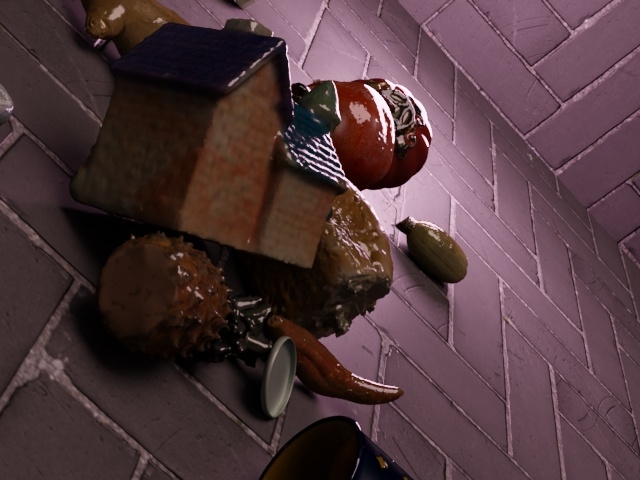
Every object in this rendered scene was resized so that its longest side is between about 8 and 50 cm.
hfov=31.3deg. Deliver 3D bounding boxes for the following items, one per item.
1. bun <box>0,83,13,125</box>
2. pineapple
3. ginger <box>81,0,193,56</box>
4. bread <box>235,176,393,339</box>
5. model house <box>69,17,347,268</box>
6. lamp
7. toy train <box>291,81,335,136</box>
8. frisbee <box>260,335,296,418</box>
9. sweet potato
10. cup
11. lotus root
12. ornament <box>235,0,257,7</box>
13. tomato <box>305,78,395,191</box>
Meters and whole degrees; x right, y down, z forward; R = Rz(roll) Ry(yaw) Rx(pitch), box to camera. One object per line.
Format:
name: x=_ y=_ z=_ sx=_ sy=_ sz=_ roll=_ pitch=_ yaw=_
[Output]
bun: x=-0.413 y=-0.169 z=1.389 sx=0.083 sy=0.045 sz=0.083 roll=43 pitch=21 yaw=-21
pineapple: x=-0.154 y=0.079 z=1.403 sx=0.170 sy=0.141 sz=0.310 roll=35 pitch=2 yaw=25
ginger: x=-0.266 y=-0.272 z=1.782 sx=0.375 sy=0.166 sz=0.236 roll=29 pitch=63 yaw=-4
bread: x=0.000 y=0.031 z=1.673 sx=0.176 sy=0.195 sz=0.246 roll=10 pitch=48 yaw=-48
model house: x=-0.117 y=-0.135 z=1.483 sx=0.245 sy=0.280 sz=0.312 roll=14 pitch=-3 yaw=37
lamp: x=0.107 y=-0.209 z=2.204 sx=0.227 sy=0.227 sz=0.227 roll=41 pitch=25 yaw=-24
toy train: x=-0.053 y=-0.135 z=1.803 sx=0.090 sy=0.225 sz=0.137 roll=29 pitch=8 yaw=34
frisbee: x=-0.056 y=0.179 z=1.494 sx=0.014 sy=0.110 sz=0.110 roll=10 pitch=15 yaw=17
sweet potato: x=0.005 y=0.178 z=1.608 sx=0.255 sy=0.078 sz=0.058 roll=36 pitch=27 yaw=-29
cup: x=0.038 y=0.381 z=1.329 sx=0.256 sy=0.255 sz=0.178 roll=45 pitch=-14 yaw=-21
lotus root: x=0.226 y=0.014 z=2.270 sx=0.183 sy=0.077 sz=0.090 roll=43 pitch=24 yaw=-23
ornament: x=-0.206 y=-0.602 z=2.332 sx=0.285 sy=0.120 sz=0.130 roll=45 pitch=4 yaw=-20
tomato: x=0.020 y=-0.173 z=2.000 sx=0.232 sy=0.232 sz=0.188 roll=20 pitch=56 yaw=-51
